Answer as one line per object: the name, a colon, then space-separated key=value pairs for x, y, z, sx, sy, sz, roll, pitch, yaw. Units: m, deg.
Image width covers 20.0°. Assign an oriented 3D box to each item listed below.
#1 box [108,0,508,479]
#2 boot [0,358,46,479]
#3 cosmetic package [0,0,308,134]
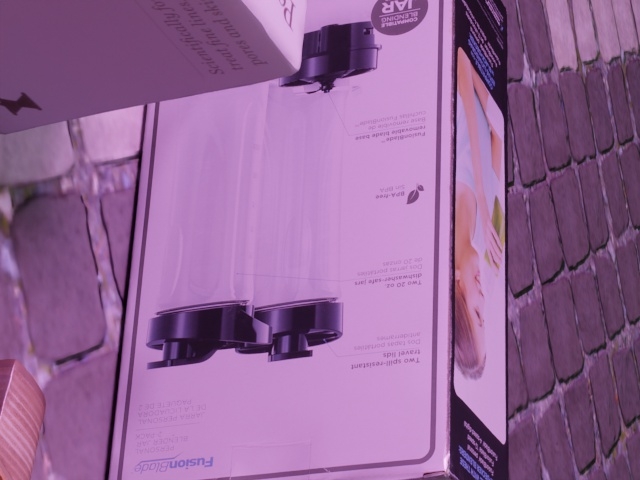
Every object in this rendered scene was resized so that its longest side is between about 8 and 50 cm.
box: x=0.000 y=0.000 z=0.882 sx=0.087 sy=0.169 sz=0.290 roll=49 pitch=38 yaw=-54
boot: x=-0.162 y=0.079 z=0.606 sx=0.197 sy=0.073 sz=0.152 roll=52 pitch=41 yaw=-44
cosmetic package: x=-0.096 y=-0.166 z=0.739 sx=0.151 sy=0.151 sz=0.183 roll=48 pitch=40 yaw=-50
